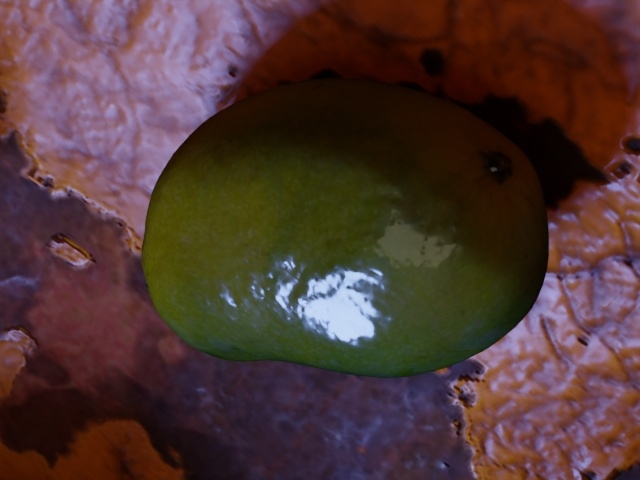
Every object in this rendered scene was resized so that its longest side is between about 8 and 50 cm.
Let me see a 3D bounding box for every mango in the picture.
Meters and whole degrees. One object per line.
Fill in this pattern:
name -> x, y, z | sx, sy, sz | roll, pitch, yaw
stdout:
mango -> 0.000, -0.003, 0.759 | 0.191, 0.085, 0.122 | -3, 127, 31
